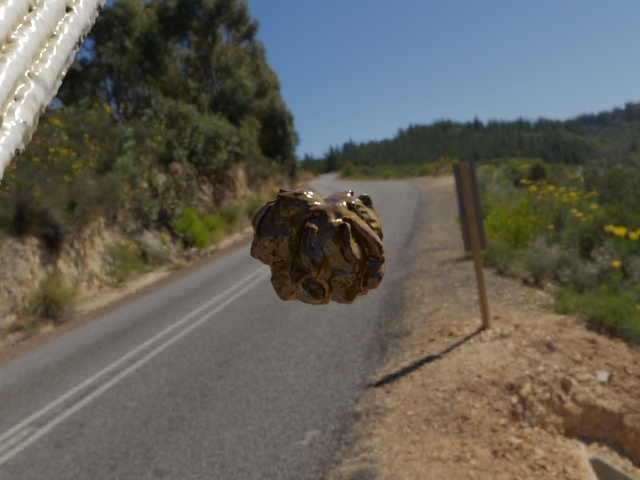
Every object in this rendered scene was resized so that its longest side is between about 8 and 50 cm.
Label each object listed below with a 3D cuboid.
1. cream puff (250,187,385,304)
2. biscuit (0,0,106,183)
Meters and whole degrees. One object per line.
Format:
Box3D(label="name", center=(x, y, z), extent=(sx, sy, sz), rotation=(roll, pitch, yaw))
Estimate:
Box3D(label="cream puff", center=(0.000, 0.000, 0.620), extent=(0.122, 0.094, 0.116), rotation=(5, 22, 36))
Box3D(label="biscuit", center=(-0.217, -0.120, 0.451), extent=(0.144, 0.078, 0.426), rotation=(-27, 33, 14))
